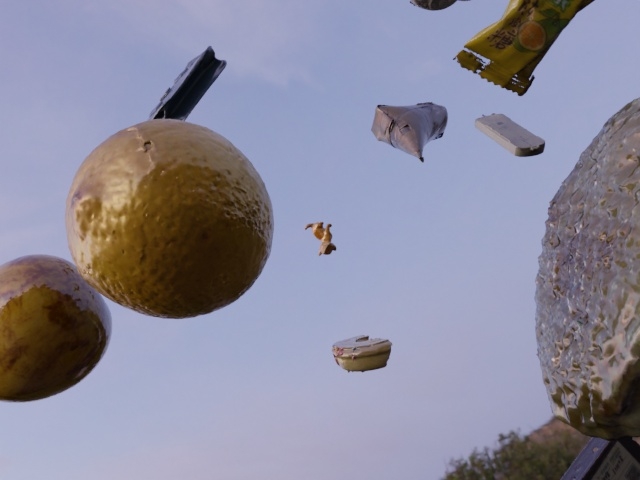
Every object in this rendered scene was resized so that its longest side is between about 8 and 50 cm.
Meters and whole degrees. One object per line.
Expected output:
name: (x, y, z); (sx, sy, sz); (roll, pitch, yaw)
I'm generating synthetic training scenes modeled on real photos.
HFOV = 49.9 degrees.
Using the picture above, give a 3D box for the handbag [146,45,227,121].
handbag: (-0.332, -0.354, 1.647); (0.062, 0.229, 0.179); (42, -28, -25)

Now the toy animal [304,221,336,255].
toy animal: (0.000, 0.000, 1.650); (0.081, 0.083, 0.060); (10, -20, -11)

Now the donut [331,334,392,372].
donut: (0.082, 0.247, 1.487); (0.108, 0.065, 0.166); (-12, 2, -17)

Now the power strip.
power strip: (0.443, -0.253, 1.627); (0.080, 0.227, 0.029); (-13, -55, -16)

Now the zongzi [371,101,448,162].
zongzi: (0.319, -0.316, 2.038); (0.260, 0.289, 0.123); (-10, -57, -27)

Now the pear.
pear: (-0.525, 0.165, 1.260); (0.281, 0.280, 0.280); (-13, -27, -7)

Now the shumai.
shumai: (0.444, 0.053, 0.783); (0.323, 0.324, 0.397); (11, -71, 0)

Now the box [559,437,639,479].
box: (0.449, 0.502, 1.130); (0.350, 0.211, 0.058); (-43, 4, -19)

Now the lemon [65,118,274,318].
lemon: (-0.201, -0.028, 0.935); (0.293, 0.293, 0.293); (-13, -27, -7)

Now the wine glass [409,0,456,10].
wine glass: (0.280, -0.591, 1.505); (0.165, 0.165, 0.196); (-11, 17, -11)

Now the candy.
candy: (0.412, -0.420, 1.315); (0.187, 0.081, 0.297); (21, -52, -18)
